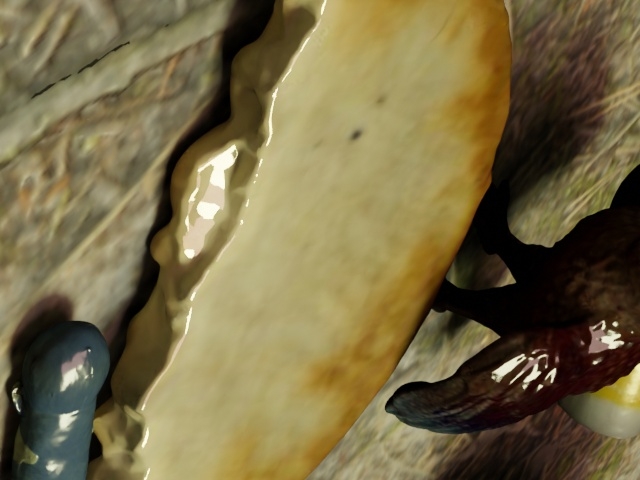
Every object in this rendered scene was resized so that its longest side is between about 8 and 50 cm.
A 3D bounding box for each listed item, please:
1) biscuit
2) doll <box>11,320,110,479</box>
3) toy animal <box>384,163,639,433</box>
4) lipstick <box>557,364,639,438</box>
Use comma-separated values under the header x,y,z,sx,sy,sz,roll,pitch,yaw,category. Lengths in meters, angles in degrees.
x,y,z,sx,sy,sz,roll,pitch,yaw,category
0.000,0.000,0.794,0.205,0.040,0.309,-9,126,-54,biscuit
-0.107,0.082,0.728,0.037,0.027,0.125,-25,141,-44,doll
0.140,0.034,0.910,0.218,0.179,0.116,-39,122,-31,toy animal
0.217,-0.003,1.113,0.059,0.059,0.264,-14,130,-52,lipstick
